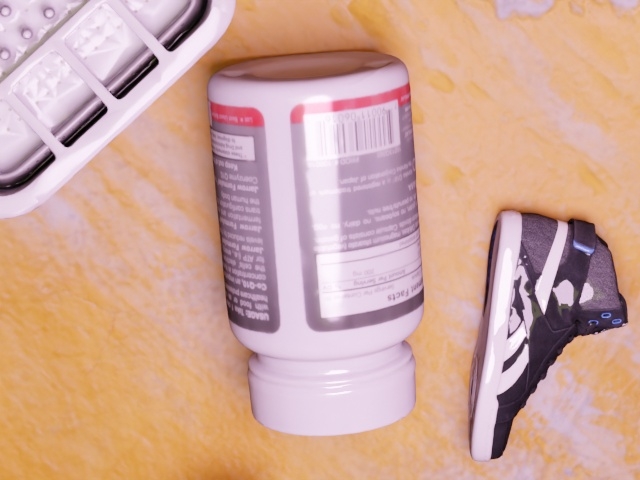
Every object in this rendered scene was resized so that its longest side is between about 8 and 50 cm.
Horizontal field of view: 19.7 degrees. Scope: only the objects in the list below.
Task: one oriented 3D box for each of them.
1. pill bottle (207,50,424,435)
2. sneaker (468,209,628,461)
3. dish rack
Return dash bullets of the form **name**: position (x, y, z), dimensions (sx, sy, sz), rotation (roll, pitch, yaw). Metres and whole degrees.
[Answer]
- **pill bottle**: position (0.000, 0.000, 1.470), dimensions (0.161, 0.161, 0.283), rotation (-4, 104, -1)
- **sneaker**: position (0.193, 0.088, 1.538), dimensions (0.121, 0.079, 0.217), rotation (7, 102, -2)
- **dish rack**: position (-0.264, -0.216, 1.442), dimensions (0.285, 0.072, 0.333), rotation (-43, 101, 0)
